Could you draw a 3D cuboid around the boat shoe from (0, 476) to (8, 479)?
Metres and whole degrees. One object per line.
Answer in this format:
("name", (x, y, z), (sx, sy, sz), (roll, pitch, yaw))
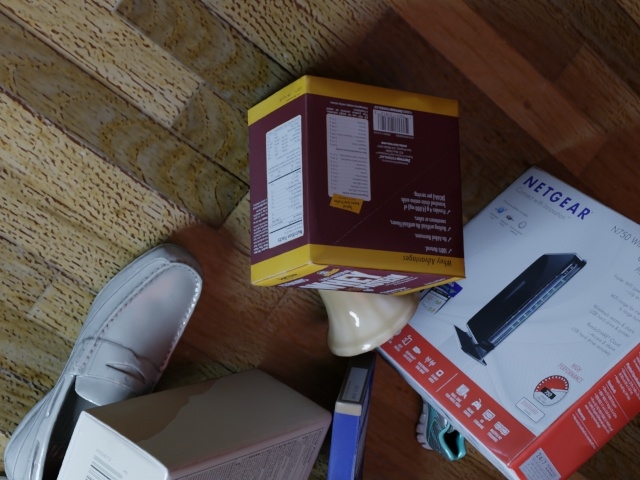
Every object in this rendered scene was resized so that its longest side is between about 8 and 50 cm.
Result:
("boat shoe", (-0.409, 0.317, 1.323), (0.305, 0.091, 0.109), (6, 110, -30))

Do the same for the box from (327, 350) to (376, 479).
("box", (0.034, 0.262, 1.507), (0.036, 0.136, 0.225), (7, 113, 7))

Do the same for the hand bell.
("hand bell", (0.000, 0.000, 1.397), (0.126, 0.126, 0.242), (-37, 113, -7))

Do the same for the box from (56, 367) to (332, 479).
("box", (-0.132, 0.243, 1.333), (0.311, 0.121, 0.148), (-3, 119, -60))

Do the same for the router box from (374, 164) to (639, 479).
("router box", (0.243, 0.090, 1.412), (0.301, 0.335, 0.082), (-42, 125, -6))

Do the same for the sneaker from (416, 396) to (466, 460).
("sneaker", (0.162, 0.208, 1.581), (0.065, 0.076, 0.167), (-18, 120, -20))

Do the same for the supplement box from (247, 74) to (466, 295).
("supplement box", (0.037, -0.051, 1.310), (0.191, 0.129, 0.194), (5, 77, -29))

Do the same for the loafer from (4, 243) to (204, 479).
("loafer", (-0.222, 0.151, 1.330), (0.112, 0.111, 0.319), (29, 97, -32))
